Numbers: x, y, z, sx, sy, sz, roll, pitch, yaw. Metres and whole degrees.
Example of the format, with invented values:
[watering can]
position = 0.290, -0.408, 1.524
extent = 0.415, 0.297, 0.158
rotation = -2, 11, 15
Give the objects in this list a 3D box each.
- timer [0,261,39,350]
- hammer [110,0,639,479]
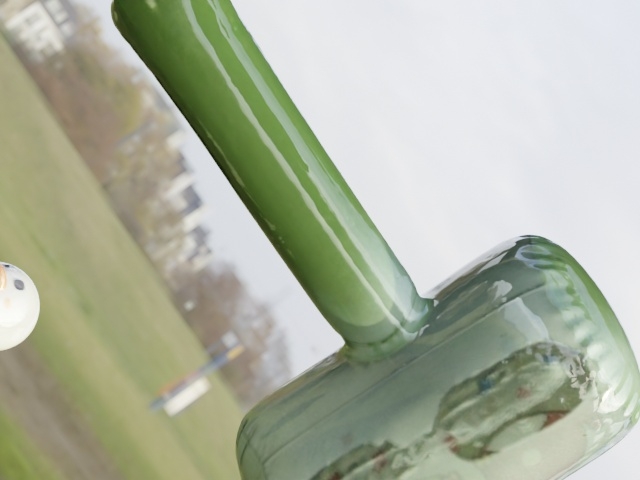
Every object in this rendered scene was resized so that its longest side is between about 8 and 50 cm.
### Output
[timer]
position = -0.362, 0.104, 1.410
extent = 0.240, 0.233, 0.233
rotation = 2, 34, -39
[hammer]
position = 0.000, 0.000, 0.865
extent = 0.335, 0.206, 0.119
rotation = 57, 4, -7
